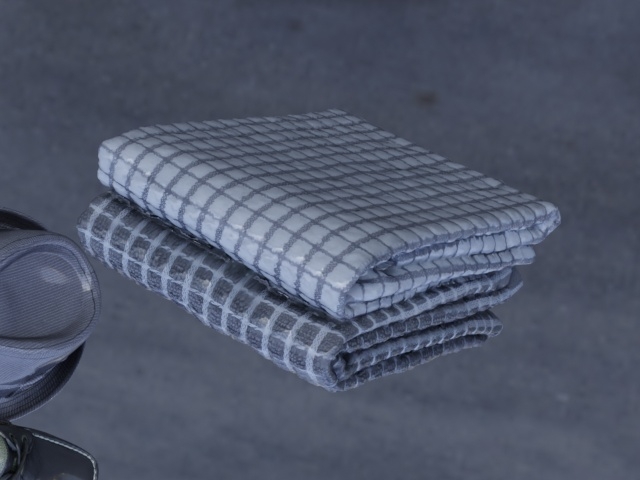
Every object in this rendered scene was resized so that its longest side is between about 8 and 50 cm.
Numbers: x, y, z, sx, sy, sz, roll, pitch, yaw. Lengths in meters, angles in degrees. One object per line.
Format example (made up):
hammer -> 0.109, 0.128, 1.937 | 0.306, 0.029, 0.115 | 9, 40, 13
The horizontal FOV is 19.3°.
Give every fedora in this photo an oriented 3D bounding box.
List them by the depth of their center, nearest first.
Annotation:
fedora -> -0.344, 0.074, 2.037 | 0.275, 0.244, 0.124 | -12, 177, -42

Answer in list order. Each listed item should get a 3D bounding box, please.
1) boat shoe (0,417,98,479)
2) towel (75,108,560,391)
boat shoe -> -0.276, 0.184, 1.537 | 0.223, 0.080, 0.073 | 14, 162, -31
towel -> 0.000, 0.000, 1.353 | 0.235, 0.121, 0.283 | 27, -158, 30
